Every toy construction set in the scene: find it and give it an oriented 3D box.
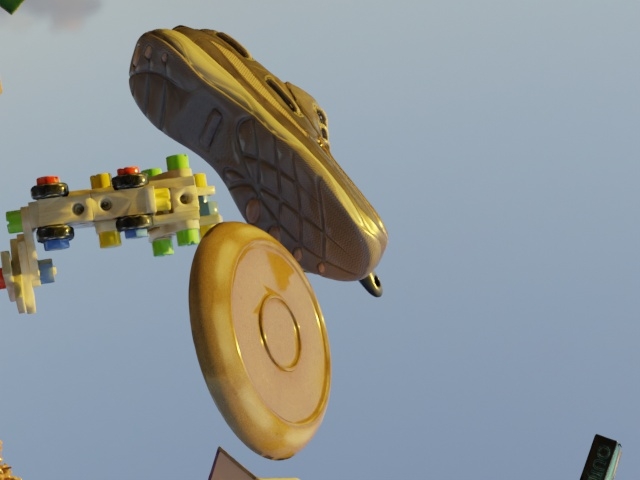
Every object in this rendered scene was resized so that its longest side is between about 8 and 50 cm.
[{"bbox_3d":[-0.286,-0.023,2.180,0.327,0.151,0.215,-22,178,-9],"label":"toy construction set"}]

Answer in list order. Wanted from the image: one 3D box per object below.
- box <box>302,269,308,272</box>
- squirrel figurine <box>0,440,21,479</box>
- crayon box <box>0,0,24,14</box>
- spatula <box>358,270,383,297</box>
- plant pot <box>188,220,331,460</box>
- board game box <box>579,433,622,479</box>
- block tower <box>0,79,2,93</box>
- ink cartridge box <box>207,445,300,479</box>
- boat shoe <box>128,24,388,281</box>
[{"bbox_3d":[0.000,0.000,2.628,0.059,0.054,0.169,6,-160,7],"label":"box"},{"bbox_3d":[-0.588,0.370,2.290,0.397,0.281,0.370,-54,-172,29],"label":"squirrel figurine"},{"bbox_3d":[-0.356,-0.462,2.067,0.318,0.202,0.081,-52,177,-13],"label":"crayon box"},{"bbox_3d":[-0.020,-0.050,1.952,0.030,0.296,0.084,-37,-174,28],"label":"spatula"},{"bbox_3d":[-0.048,0.092,1.601,0.032,0.236,0.236,-16,-165,26],"label":"plant pot"},{"bbox_3d":[0.251,0.284,1.621,0.026,0.186,0.126,19,173,15],"label":"board game box"},{"bbox_3d":[-0.489,-0.115,1.762,0.091,0.097,0.335,29,-127,26],"label":"block tower"},{"bbox_3d":[-0.045,0.443,1.963,0.072,0.304,0.307,-4,-149,-41],"label":"ink cartridge box"},{"bbox_3d":[-0.046,-0.110,1.770,0.130,0.355,0.132,-32,164,-42],"label":"boat shoe"}]
